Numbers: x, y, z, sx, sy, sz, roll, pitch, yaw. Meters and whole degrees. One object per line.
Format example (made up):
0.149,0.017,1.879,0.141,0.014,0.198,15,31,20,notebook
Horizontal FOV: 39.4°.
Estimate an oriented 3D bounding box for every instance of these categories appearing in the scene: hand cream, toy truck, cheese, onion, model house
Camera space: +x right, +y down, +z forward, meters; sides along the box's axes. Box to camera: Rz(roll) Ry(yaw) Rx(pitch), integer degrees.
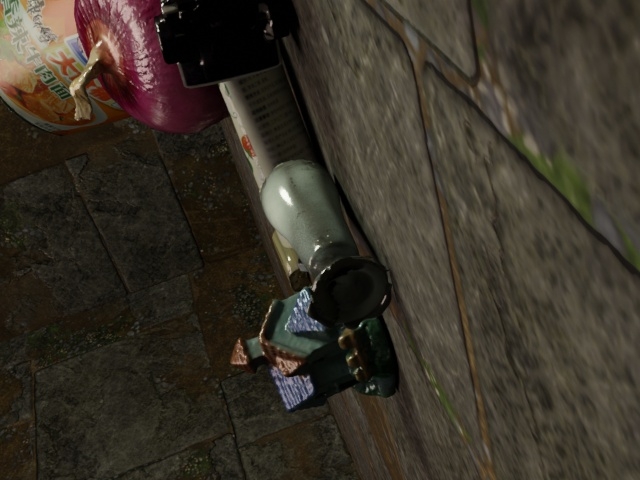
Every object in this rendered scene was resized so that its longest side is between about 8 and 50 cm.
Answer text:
-0.045,-0.102,0.822,0.059,0.095,0.276,-7,111,39,hand cream
-0.090,-0.230,0.639,0.242,0.101,0.125,82,172,-55,toy truck
-0.069,-0.001,1.635,0.097,0.037,0.192,80,168,-58,cheese
-0.145,-0.213,0.895,0.200,0.201,0.207,155,115,-85,onion
-0.013,0.110,0.873,0.148,0.149,0.119,76,171,-66,model house

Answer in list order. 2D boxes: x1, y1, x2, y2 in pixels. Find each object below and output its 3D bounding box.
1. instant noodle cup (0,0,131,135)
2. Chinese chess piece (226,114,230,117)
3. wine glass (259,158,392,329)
-0.275,-0.272,1.106,0.296,0.214,0.296,39,-138,-46,instant noodle cup
-0.184,-0.302,1.337,0.251,0.097,0.250,159,90,-85,Chinese chess piece
0.000,0.000,0.734,0.155,0.072,0.072,-118,9,-50,wine glass
